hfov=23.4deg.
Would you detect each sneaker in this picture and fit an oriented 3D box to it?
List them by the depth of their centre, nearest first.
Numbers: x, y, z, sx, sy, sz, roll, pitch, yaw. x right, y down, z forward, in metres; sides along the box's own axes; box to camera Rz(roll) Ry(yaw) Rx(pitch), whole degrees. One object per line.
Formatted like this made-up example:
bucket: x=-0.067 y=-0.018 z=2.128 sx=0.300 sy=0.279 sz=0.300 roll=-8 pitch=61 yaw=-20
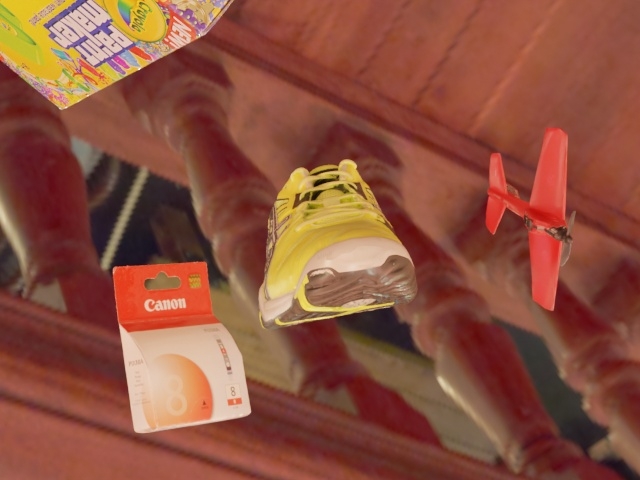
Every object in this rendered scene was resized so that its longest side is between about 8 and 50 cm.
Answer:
sneaker: x=0.000 y=0.000 z=1.468 sx=0.145 sy=0.384 sz=0.147 roll=-9 pitch=91 yaw=-7

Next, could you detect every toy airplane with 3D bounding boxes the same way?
toy airplane: x=0.165 y=-0.025 z=1.227 sx=0.028 sy=0.151 sz=0.151 roll=-4 pitch=122 yaw=-16

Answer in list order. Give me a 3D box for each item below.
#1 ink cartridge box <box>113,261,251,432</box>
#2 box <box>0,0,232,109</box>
ink cartridge box: x=-0.148 y=0.111 z=1.676 sx=0.145 sy=0.045 sz=0.179 roll=-3 pitch=84 yaw=-49
box: x=-0.173 y=-0.250 z=0.929 sx=0.279 sy=0.290 sz=0.177 roll=40 pitch=72 yaw=-17
